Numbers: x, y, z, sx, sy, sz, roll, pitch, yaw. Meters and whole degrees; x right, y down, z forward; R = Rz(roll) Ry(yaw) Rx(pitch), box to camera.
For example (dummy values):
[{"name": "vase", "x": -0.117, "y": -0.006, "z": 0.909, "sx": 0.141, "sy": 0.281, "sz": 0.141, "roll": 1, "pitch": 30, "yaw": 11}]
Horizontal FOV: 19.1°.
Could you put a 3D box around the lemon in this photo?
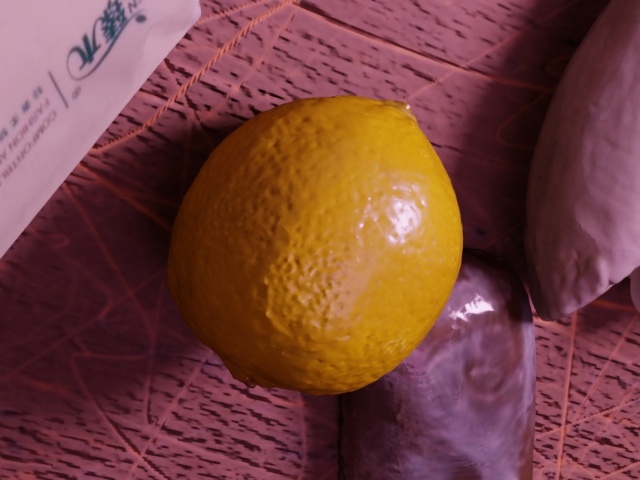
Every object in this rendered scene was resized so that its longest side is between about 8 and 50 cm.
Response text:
[{"name": "lemon", "x": 0.000, "y": 0.000, "z": 1.187, "sx": 0.178, "sy": 0.178, "sz": 0.203, "roll": 33, "pitch": 87, "yaw": -40}]

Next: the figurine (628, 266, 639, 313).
[{"name": "figurine", "x": 0.309, "y": 0.031, "z": 1.441, "sx": 0.146, "sy": 0.098, "sz": 0.081, "roll": -8, "pitch": 142, "yaw": -29}]

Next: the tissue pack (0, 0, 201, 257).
[{"name": "tissue pack", "x": -0.265, "y": -0.089, "z": 0.865, "sx": 0.380, "sy": 0.207, "sz": 0.297, "roll": -53, "pitch": 143, "yaw": -19}]

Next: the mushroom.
[{"name": "mushroom", "x": 0.216, "y": -0.091, "z": 1.291, "sx": 0.128, "sy": 0.128, "sz": 0.350, "roll": 1, "pitch": 115, "yaw": -31}]

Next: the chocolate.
[{"name": "chocolate", "x": 0.097, "y": 0.134, "z": 1.391, "sx": 0.157, "sy": 0.080, "sz": 0.254, "roll": -19, "pitch": 127, "yaw": -19}]
